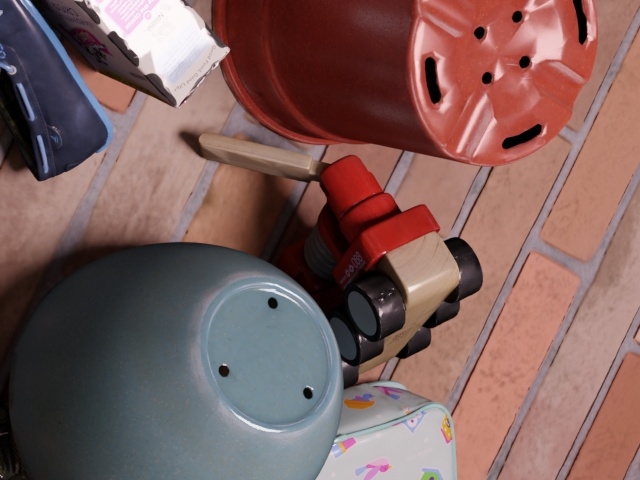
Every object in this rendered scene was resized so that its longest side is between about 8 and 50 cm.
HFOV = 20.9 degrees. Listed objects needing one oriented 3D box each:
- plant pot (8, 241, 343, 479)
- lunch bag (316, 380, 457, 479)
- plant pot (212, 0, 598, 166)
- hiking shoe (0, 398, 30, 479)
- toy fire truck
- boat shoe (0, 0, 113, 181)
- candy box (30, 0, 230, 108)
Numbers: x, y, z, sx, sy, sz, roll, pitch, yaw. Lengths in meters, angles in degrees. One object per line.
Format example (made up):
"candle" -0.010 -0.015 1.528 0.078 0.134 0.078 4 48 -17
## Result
"plant pot" -0.093 0.123 1.479 0.290 0.195 0.290 13 66 -30
"lunch bag" 0.003 0.274 1.721 0.279 0.108 0.224 -16 114 -29
"plant pot" 0.087 -0.189 1.535 0.272 0.265 0.272 -11 111 -31
"hiking shoe" -0.296 0.180 1.506 0.227 0.086 0.114 -49 126 -12
"toy fire truck" 0.000 0.000 1.612 0.158 0.217 0.246 -24 75 -25
"boat shoe" -0.263 -0.149 1.416 0.089 0.109 0.258 -42 121 -12
"candy box" -0.199 -0.219 1.402 0.071 0.159 0.233 -50 124 -9
